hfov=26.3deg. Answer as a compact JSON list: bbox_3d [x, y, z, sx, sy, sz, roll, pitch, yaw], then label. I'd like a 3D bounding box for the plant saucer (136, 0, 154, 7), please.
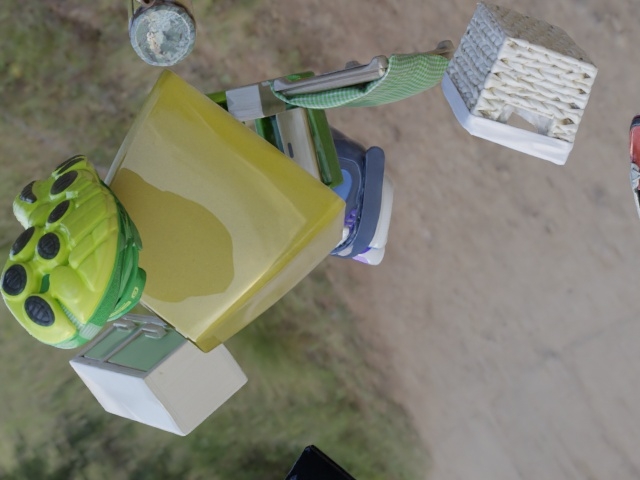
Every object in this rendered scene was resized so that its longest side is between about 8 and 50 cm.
[{"bbox_3d":[-0.162,-0.304,1.191,0.198,0.036,0.198,4,-90,-88],"label":"plant saucer"}]

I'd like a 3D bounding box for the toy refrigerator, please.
[{"bbox_3d":[-0.202,0.152,1.640,0.094,0.102,0.269,56,158,-16],"label":"toy refrigerator"}]

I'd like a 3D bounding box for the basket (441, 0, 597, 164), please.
[{"bbox_3d":[0.199,-0.162,1.367,0.113,0.103,0.167,17,-159,-11],"label":"basket"}]

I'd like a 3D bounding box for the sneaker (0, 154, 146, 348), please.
[{"bbox_3d":[-0.187,0.016,1.125,0.123,0.109,0.295,53,-175,-21],"label":"sneaker"}]

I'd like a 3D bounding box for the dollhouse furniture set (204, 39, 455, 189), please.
[{"bbox_3d":[0.011,-0.129,1.623,0.197,0.301,0.151,-24,-77,-57],"label":"dollhouse furniture set"}]

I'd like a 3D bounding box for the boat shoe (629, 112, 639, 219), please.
[{"bbox_3d":[0.313,-0.055,1.287,0.049,0.043,0.137,14,135,44],"label":"boat shoe"}]

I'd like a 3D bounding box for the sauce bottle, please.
[{"bbox_3d":[-0.268,-0.396,2.290,0.344,0.111,0.111,-105,-11,-61],"label":"sauce bottle"}]

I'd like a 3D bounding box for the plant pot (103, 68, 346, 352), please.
[{"bbox_3d":[-0.116,-0.009,1.342,0.212,0.187,0.212,37,171,6],"label":"plant pot"}]

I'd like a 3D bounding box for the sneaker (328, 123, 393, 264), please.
[{"bbox_3d":[0.000,0.000,1.933,0.236,0.323,0.130,39,151,-29],"label":"sneaker"}]

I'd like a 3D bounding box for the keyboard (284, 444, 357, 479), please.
[{"bbox_3d":[0.021,0.325,1.606,0.038,0.100,0.192,35,179,-40],"label":"keyboard"}]
